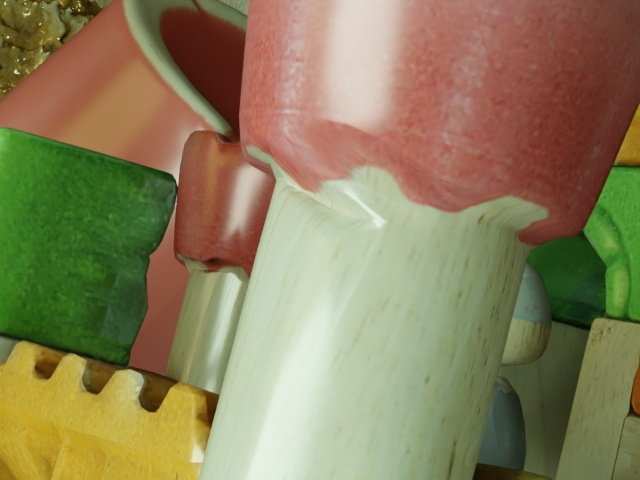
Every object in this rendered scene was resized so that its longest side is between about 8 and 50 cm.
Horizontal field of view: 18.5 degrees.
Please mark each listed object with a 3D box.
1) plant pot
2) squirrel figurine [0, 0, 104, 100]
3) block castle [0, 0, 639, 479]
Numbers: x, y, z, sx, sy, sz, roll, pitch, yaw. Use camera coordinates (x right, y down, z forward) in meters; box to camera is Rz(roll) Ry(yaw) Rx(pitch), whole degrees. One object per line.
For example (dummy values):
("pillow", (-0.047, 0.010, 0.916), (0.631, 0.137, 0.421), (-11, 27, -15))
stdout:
("plant pot", (-0.087, 0.021, 1.002), (0.243, 0.275, 0.275), (-50, 25, 18))
("squirrel figurine", (-0.261, -0.072, 1.600), (0.397, 0.281, 0.370), (-10, 48, 51))
("block castle", (0.000, 0.000, 0.606), (0.453, 0.303, 0.213), (7, 81, 55))
